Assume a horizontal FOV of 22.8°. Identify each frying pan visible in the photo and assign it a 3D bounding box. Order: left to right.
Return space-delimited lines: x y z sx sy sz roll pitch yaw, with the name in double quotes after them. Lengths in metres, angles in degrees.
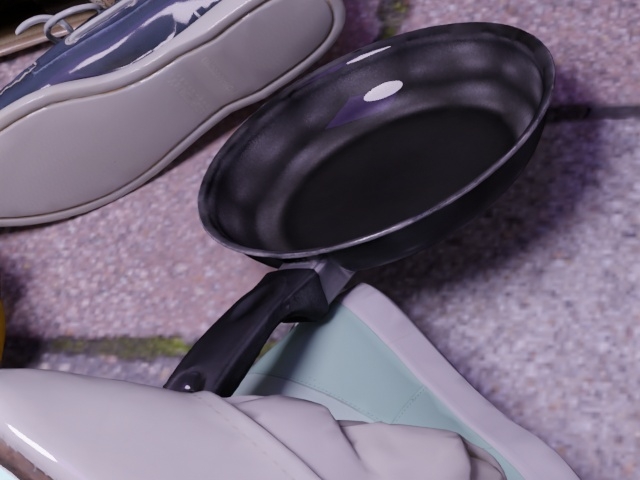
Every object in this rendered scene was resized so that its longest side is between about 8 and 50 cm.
0.027 -0.011 0.760 0.197 0.053 0.326 -19 32 15 "frying pan"

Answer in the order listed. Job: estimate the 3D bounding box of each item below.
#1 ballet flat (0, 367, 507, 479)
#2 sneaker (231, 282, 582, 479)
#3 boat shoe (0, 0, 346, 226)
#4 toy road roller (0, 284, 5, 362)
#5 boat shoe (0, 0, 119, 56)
0.052 0.149 0.559 0.400 0.139 0.139 42 76 -4 "ballet flat"
0.031 0.136 0.692 0.151 0.094 0.256 -35 43 -12 "sneaker"
-0.109 -0.097 0.896 0.254 0.095 0.079 -32 48 11 "boat shoe"
-0.344 0.097 0.830 0.329 0.240 0.202 -20 41 -42 "toy road roller"
-0.111 -0.173 0.950 0.302 0.109 0.098 -10 60 21 "boat shoe"
